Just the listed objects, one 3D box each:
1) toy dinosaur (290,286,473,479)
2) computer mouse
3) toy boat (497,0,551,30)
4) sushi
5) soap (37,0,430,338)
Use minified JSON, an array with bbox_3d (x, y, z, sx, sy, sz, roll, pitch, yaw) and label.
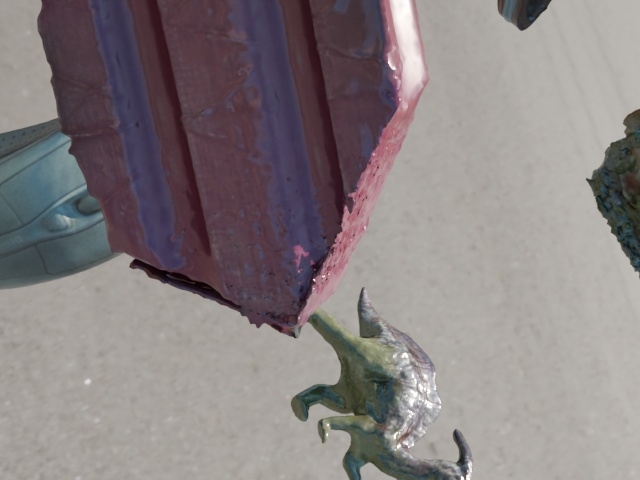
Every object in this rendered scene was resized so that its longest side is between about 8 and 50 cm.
[{"bbox_3d":[0.058,0.174,1.367,0.162,0.077,0.294,-8,65,-22],"label":"toy dinosaur"},{"bbox_3d":[-0.325,-0.038,1.456,0.122,0.371,0.188,-95,161,-58],"label":"computer mouse"},{"bbox_3d":[0.370,-0.481,1.909,0.136,0.392,0.079,4,45,-22],"label":"toy boat"},{"bbox_3d":[0.464,-0.042,1.593,0.139,0.184,0.274,-11,74,-54],"label":"sushi"},{"bbox_3d":[-0.039,-0.092,0.645,0.112,0.182,0.289,-49,129,-69],"label":"soap"}]
